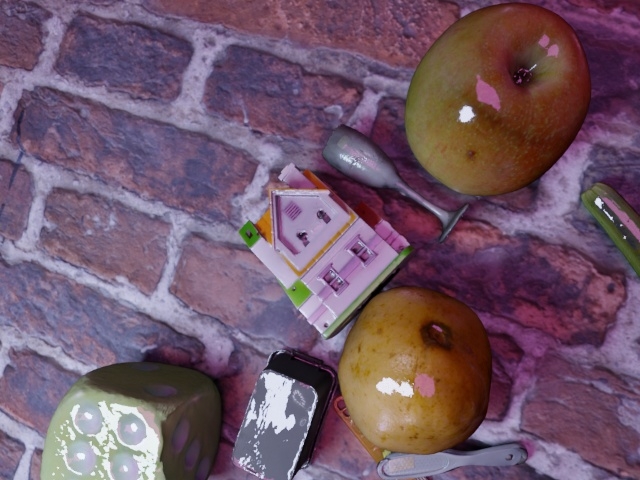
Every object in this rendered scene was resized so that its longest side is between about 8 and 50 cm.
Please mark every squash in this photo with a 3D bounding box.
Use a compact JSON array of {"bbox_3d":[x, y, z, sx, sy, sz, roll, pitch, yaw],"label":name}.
[{"bbox_3d":[0.586,-0.011,0.816,0.066,0.066,0.229,-35,80,6],"label":"squash"}]

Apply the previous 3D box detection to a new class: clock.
[{"bbox_3d":[0.000,0.000,0.866,0.235,0.166,0.309,-46,76,4],"label":"clock"}]

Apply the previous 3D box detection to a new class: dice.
[{"bbox_3d":[-0.357,0.395,0.863,0.254,0.250,0.252,7,88,10],"label":"dice"}]

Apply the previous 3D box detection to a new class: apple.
[{"bbox_3d":[0.310,-0.246,0.774,0.318,0.277,0.320,-1,86,8],"label":"apple"}]

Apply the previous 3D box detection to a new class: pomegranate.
[{"bbox_3d":[0.165,0.224,0.760,0.306,0.307,0.308,-1,86,10],"label":"pomegranate"}]

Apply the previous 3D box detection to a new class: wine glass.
[{"bbox_3d":[0.146,-0.146,0.805,0.309,0.264,0.096,37,78,11],"label":"wine glass"}]

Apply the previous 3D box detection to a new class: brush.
[{"bbox_3d":[0.254,0.420,0.855,0.296,0.060,0.068,-4,112,-1],"label":"brush"},{"bbox_3d":[0.117,0.438,0.894,0.103,0.013,0.272,-40,80,5],"label":"brush"}]

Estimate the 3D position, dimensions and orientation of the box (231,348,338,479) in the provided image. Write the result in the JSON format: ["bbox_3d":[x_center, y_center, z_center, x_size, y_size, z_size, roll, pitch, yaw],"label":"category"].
[{"bbox_3d":[-0.075,0.358,0.873,0.163,0.135,0.244,20,90,11],"label":"box"}]
